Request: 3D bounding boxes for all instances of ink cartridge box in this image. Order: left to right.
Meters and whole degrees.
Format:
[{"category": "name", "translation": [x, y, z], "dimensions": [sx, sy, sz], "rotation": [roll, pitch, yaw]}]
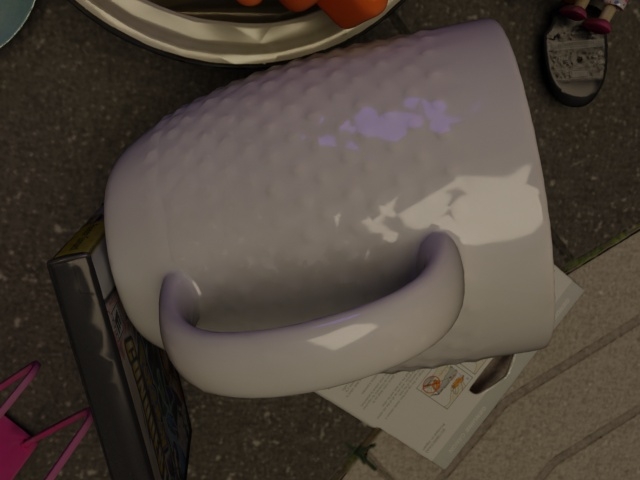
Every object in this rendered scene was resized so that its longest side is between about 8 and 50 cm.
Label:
[{"category": "ink cartridge box", "translation": [0.131, 0.091, 0.861], "dimensions": [0.239, 0.060, 0.275], "rotation": [37, 92, -27]}]

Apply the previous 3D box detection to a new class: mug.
[{"category": "mug", "translation": [0.000, 0.000, 0.612], "dimensions": [0.328, 0.374, 0.276], "rotation": [-10, 113, 7]}]

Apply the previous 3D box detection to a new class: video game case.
[{"category": "video game case", "translation": [-0.169, 0.114, 0.704], "dimensions": [0.035, 0.248, 0.275], "rotation": [-13, 104, -4]}]

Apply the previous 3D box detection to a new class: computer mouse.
[{"category": "computer mouse", "translation": [0.273, -0.266, 0.830], "dimensions": [0.071, 0.041, 0.242], "rotation": [-1, 96, 1]}]

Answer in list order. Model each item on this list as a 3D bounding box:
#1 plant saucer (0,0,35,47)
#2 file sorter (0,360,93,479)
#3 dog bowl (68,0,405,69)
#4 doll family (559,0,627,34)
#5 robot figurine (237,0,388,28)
[{"category": "plant saucer", "translation": [-0.354, -0.257, 0.700], "dimensions": [0.195, 0.037, 0.195], "rotation": [-2, 102, -10]}, {"category": "file sorter", "translation": [-0.377, 0.145, 0.659], "dimensions": [0.182, 0.202, 0.291], "rotation": [-31, 110, 37]}, {"category": "dog bowl", "translation": [-0.080, -0.359, 0.677], "dimensions": [0.408, 0.150, 0.408], "rotation": [-3, 102, -12]}, {"category": "doll family", "translation": [0.241, -0.329, 0.743], "dimensions": [0.263, 0.118, 0.163], "rotation": [27, 95, -3]}, {"category": "robot figurine", "translation": [-0.022, -0.263, 0.568], "dimensions": [0.158, 0.128, 0.219], "rotation": [-37, 109, 27]}]
